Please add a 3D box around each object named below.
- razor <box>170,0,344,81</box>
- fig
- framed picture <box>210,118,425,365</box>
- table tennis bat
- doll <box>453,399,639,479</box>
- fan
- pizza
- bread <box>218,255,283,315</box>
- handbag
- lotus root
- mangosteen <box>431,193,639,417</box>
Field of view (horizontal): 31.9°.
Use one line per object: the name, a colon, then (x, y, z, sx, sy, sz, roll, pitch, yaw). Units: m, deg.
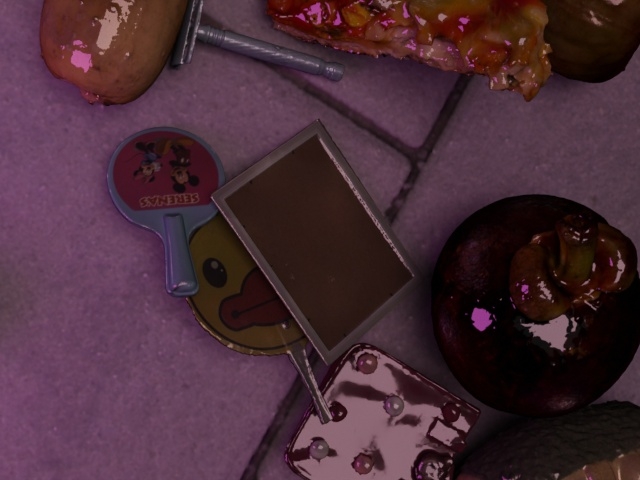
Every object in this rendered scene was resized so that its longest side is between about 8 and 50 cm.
razor: (-0.077, -0.255, 1.490, 0.232, 0.068, 0.106, 12, 87, -19)
fig: (0.301, -0.354, 1.532, 0.320, 0.217, 0.217, 25, 83, 5)
framed picture: (0.000, 0.000, 1.489, 0.217, 0.017, 0.274, -36, 97, -34)
table tennis bat: (-0.190, -0.039, 1.423, 0.152, 0.040, 0.244, -4, 63, -15)
doll: (0.346, 0.342, 1.506, 0.349, 0.247, 0.247, -22, 95, -27)
fan: (-0.057, 0.082, 1.458, 0.229, 0.011, 0.335, -22, 84, -31)
pizza: (0.171, -0.348, 1.422, 0.440, 0.130, 0.406, -38, 60, -2)
bread: (-0.110, 0.080, 1.477, 0.132, 0.053, 0.074, 38, 76, -11)
handbag: (0.081, 0.264, 1.491, 0.216, 0.074, 0.203, 31, 84, 3)
lotus root: (-0.241, -0.337, 1.397, 0.169, 0.151, 0.343, 17, 85, -12)
mangosteen: (0.294, 0.079, 1.462, 0.297, 0.293, 0.297, 27, 51, -39)
